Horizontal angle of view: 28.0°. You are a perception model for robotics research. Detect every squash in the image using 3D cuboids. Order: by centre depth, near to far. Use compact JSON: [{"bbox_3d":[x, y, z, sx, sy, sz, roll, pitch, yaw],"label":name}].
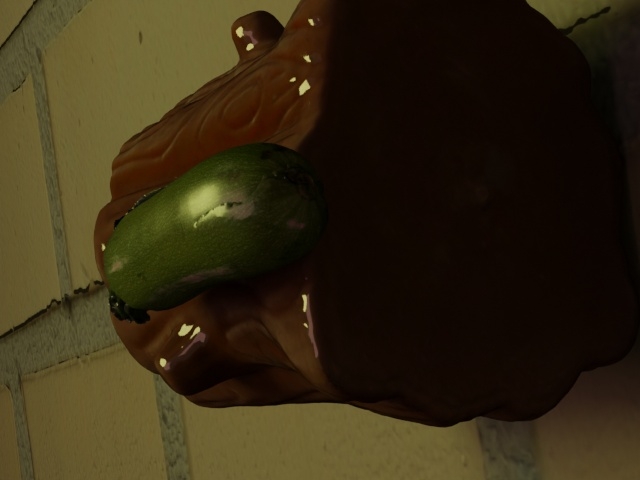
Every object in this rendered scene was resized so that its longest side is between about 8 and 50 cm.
[{"bbox_3d":[-0.053,-0.001,0.526,0.183,0.052,0.052,-21,76,60],"label":"squash"}]

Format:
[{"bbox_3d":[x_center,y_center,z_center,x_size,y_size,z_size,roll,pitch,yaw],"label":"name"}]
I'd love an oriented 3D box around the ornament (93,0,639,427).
[{"bbox_3d":[0.007,-0.001,0.643,0.235,0.221,0.217,45,150,-21],"label":"ornament"}]
